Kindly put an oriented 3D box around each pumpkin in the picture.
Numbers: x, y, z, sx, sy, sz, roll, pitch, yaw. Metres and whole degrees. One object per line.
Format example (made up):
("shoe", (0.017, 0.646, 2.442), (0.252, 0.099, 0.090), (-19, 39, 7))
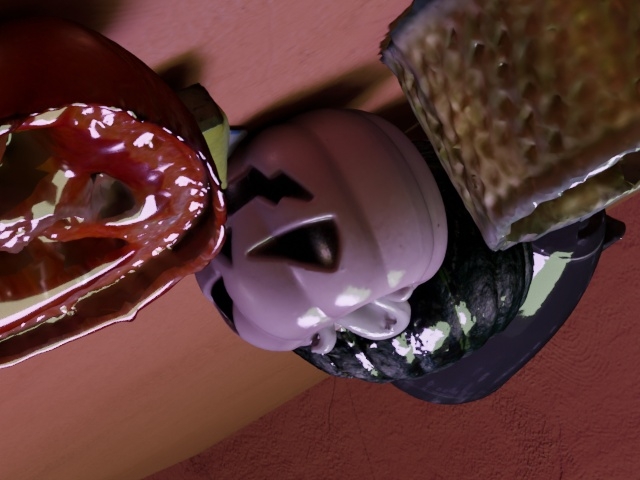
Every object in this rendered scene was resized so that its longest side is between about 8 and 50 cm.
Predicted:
("pumpkin", (0.057, 0.014, 1.460), (0.221, 0.161, 0.220), (-20, -162, 7))

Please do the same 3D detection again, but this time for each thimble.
("thimble", (0.189, -0.117, 1.197), (0.271, 0.150, 0.271), (-27, 172, -4))

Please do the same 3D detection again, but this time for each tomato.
("tomato", (-0.155, -0.023, 0.843), (0.228, 0.101, 0.228), (-22, 158, -10))

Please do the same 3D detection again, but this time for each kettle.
("kettle", (0.148, 0.017, 1.885), (0.268, 0.207, 0.290), (7, 151, -24))

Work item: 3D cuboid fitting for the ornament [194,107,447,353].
("ornament", (0.000, 0.000, 1.280), (0.177, 0.177, 0.177), (-27, 172, -4))

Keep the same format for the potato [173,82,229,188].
("potato", (-0.109, -0.037, 1.075), (0.119, 0.054, 0.198), (-24, 167, -23))

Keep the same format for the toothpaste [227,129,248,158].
("toothpaste", (-0.147, 0.002, 1.220), (0.234, 0.057, 0.089), (-37, 172, 18))
